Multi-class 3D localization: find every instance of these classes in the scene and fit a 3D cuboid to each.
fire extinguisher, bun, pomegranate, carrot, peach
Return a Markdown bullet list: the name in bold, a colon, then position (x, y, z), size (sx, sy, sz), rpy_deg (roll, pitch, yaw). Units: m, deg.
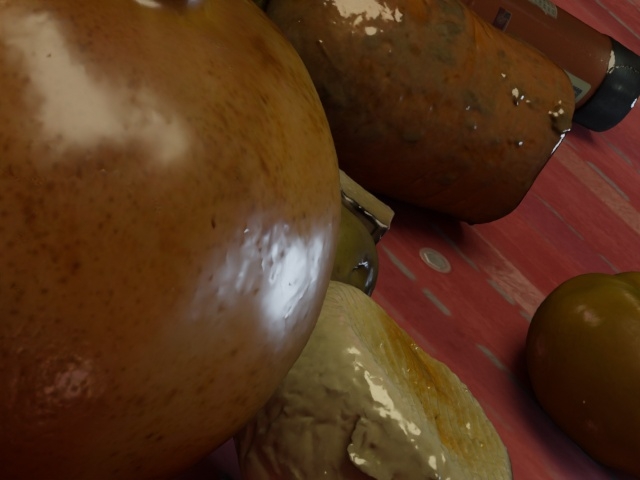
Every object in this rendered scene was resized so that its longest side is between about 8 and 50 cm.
- **fire extinguisher**: position (0.199, -0.252, 1.993), size (0.376, 0.200, 0.113), rpy_deg (27, 67, -26)
- **bun**: position (0.029, 0.149, 1.146), size (0.244, 0.153, 0.244), rpy_deg (40, 14, -12)
- **pomegranate**: position (-0.183, -0.040, 0.996), size (0.416, 0.417, 0.417), rpy_deg (25, 30, -16)
- **carrot**: position (0.063, -0.152, 1.585), size (0.340, 0.224, 0.224), rpy_deg (26, 29, -28)
- **peach**: position (0.301, 0.123, 1.492), size (0.251, 0.153, 0.251), rpy_deg (23, 15, -7)

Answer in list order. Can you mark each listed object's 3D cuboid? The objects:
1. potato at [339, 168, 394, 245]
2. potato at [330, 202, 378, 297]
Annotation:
- **potato**: position (-0.001, 0.002, 1.386), size (0.086, 0.122, 0.061), rpy_deg (41, 25, 5)
- **potato**: position (-0.054, 0.009, 1.285), size (0.200, 0.137, 0.154), rpy_deg (35, 46, 0)
